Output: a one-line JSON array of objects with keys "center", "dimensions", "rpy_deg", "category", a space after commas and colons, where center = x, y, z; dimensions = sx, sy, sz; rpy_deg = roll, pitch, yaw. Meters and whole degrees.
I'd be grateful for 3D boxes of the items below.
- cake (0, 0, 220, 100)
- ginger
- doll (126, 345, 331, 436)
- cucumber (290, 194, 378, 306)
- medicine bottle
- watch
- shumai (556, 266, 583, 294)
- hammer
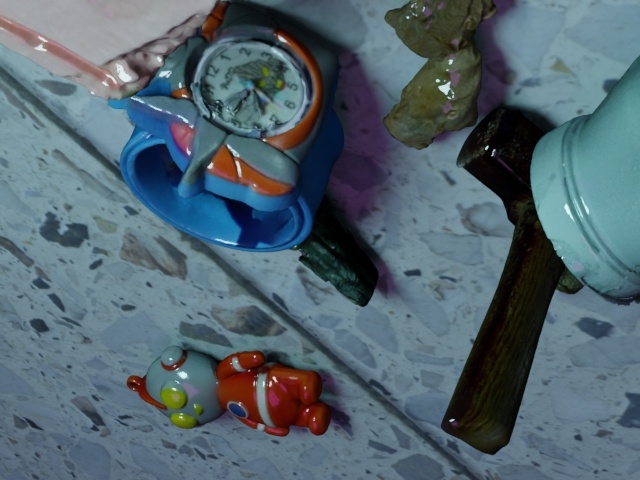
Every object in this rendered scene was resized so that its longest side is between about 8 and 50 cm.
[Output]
[{"center": [-0.166, -0.336, 0.959], "dimensions": [0.293, 0.307, 0.314], "rpy_deg": [33, 138, -13], "category": "cake"}, {"center": [0.121, -0.195, 1.142], "dimensions": [0.122, 0.084, 0.290], "rpy_deg": [12, 138, 3], "category": "ginger"}, {"center": [-0.154, 0.238, 1.701], "dimensions": [0.336, 0.105, 0.200], "rpy_deg": [5, 135, 19], "category": "doll"}, {"center": [0.000, 0.000, 1.406], "dimensions": [0.193, 0.086, 0.115], "rpy_deg": [48, 177, -27], "category": "cucumber"}, {"center": [0.371, -0.077, 1.029], "dimensions": [0.245, 0.245, 0.290], "rpy_deg": [41, 134, -19], "category": "medicine bottle"}, {"center": [-0.136, -0.114, 1.257], "dimensions": [0.305, 0.241, 0.274], "rpy_deg": [19, 152, 5], "category": "watch"}, {"center": [0.283, 0.028, 1.329], "dimensions": [0.080, 0.083, 0.082], "rpy_deg": [11, 116, 60], "category": "shumai"}, {"center": [0.216, 0.051, 1.118], "dimensions": [0.242, 0.409, 0.095], "rpy_deg": [39, 136, -12], "category": "hammer"}]
